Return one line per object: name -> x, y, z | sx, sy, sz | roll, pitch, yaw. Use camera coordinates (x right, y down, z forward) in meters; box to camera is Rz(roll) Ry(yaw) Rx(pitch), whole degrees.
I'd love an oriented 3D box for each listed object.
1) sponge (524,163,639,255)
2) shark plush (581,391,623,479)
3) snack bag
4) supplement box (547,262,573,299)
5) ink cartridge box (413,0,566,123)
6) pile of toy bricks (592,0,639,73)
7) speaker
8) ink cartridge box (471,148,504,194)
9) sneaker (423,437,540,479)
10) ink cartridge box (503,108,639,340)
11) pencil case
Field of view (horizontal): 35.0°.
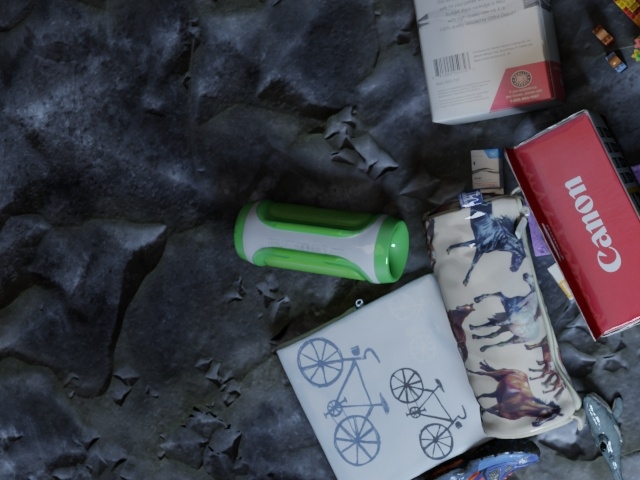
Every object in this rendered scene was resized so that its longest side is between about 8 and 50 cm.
sponge -> 0.443, -0.049, 1.650 | 0.210, 0.031, 0.117 | -11, 89, 23
shark plush -> 0.455, 0.325, 1.645 | 0.073, 0.067, 0.161 | -5, 91, 24
snack bag -> 0.126, 0.256, 1.793 | 0.343, 0.037, 0.323 | -30, 79, 14
supplement box -> 0.407, 0.057, 1.634 | 0.036, 0.098, 0.062 | -39, 78, 21
ink cartridge box -> 0.275, -0.346, 1.661 | 0.207, 0.117, 0.282 | -8, 90, 25
pile of toy bricks -> 0.510, -0.294, 1.564 | 0.118, 0.105, 0.212 | -45, 75, 20
speaker -> 0.000, 0.000, 1.798 | 0.297, 0.131, 0.131 | 8, 96, 23
ink cartridge box -> 0.283, -0.112, 1.719 | 0.048, 0.028, 0.083 | -3, 92, 25
sneaker -> 0.282, 0.402, 1.731 | 0.221, 0.083, 0.087 | -31, 92, 29
ink cartridge box -> 0.414, -0.027, 1.498 | 0.130, 0.272, 0.309 | -28, 83, 23
pencil case -> 0.299, 0.118, 1.648 | 0.184, 0.160, 0.410 | -21, 82, 38
